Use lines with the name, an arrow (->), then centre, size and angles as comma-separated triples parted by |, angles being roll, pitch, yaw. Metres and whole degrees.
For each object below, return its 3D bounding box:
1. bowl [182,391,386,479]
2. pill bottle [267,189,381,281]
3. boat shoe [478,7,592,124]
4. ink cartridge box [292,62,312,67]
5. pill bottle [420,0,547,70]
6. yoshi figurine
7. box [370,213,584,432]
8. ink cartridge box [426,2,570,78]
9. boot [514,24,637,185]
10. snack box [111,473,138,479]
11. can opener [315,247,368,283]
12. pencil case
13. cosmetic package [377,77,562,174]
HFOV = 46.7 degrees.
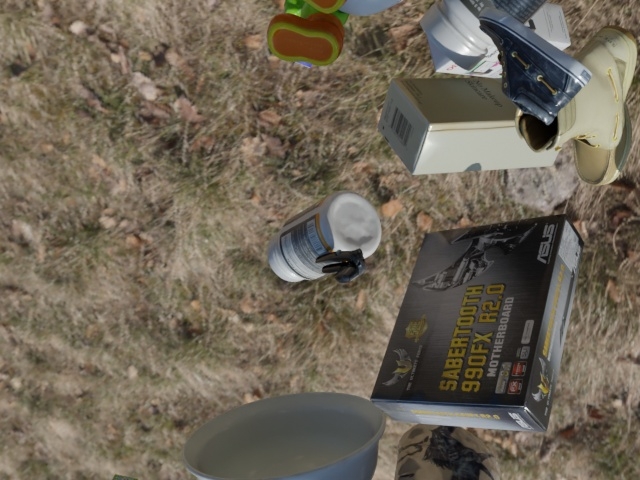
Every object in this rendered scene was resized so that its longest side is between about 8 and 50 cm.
bowl -> -0.042, 0.336, 1.078 | 0.297, 0.298, 0.134 | -5, 99, 28
pill bottle -> 0.000, 0.000, 1.711 | 0.162, 0.162, 0.278 | 56, 143, -5
boat shoe -> 0.250, -0.226, 0.946 | 0.083, 0.065, 0.183 | -52, 53, 14
ink cartridge box -> -0.017, -0.567, 1.956 | 0.069, 0.371, 0.176 | 24, 111, -11
pill bottle -> 0.321, -0.454, 1.322 | 0.161, 0.161, 0.283 | 46, 118, 1
yoshi figurine -> 0.003, -0.420, 1.038 | 0.203, 0.362, 0.203 | -12, 130, 36
box -> 0.171, 0.085, 0.801 | 0.183, 0.231, 0.056 | -7, 138, 42
ink cartridge box -> 0.432, -0.494, 1.812 | 0.201, 0.278, 0.117 | -28, 69, 56
boot -> 0.383, -0.167, 1.120 | 0.095, 0.203, 0.262 | 32, 142, 40
snack box -> -0.274, 0.390, 0.951 | 0.037, 0.100, 0.141 | 23, 105, -28
can opener -> 0.036, 0.045, 1.515 | 0.186, 0.073, 0.059 | 6, 121, 65
pencil case -> 0.140, 0.426, 0.981 | 0.160, 0.410, 0.184 | 21, 124, 7
cosmetic package -> 0.281, -0.214, 1.358 | 0.160, 0.309, 0.113 | -120, 32, -41
